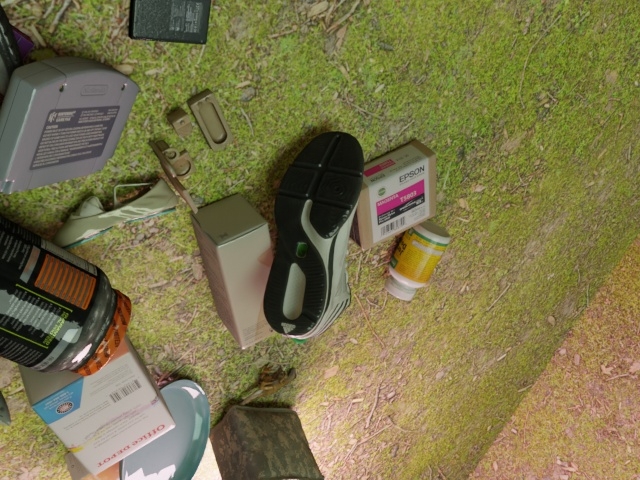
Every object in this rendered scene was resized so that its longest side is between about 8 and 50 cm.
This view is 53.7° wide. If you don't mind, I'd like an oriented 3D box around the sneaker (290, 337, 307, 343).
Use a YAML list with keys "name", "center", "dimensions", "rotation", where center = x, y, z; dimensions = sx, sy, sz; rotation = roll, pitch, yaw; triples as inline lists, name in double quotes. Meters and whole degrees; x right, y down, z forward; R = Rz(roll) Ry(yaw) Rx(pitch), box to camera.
- name: "sneaker"
  center: [-0.045, 0.127, 1.543]
  dimensions: [0.109, 0.123, 0.296]
  rotation: [-16, 129, -26]

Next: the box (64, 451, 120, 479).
- name: "box"
  center: [-0.501, 0.530, 1.528]
  dimensions: [0.170, 0.091, 0.130]
  rotation: [-33, 135, -12]

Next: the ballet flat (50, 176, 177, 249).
- name: "ballet flat"
  center: [-0.394, -0.058, 1.188]
  dimensions: [0.248, 0.086, 0.086]
  rotation: [-23, 132, -24]

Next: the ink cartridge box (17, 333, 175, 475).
- name: "ink cartridge box"
  center: [-0.461, 0.301, 1.309]
  dimensions: [0.198, 0.197, 0.270]
  rotation: [-29, 134, -17]

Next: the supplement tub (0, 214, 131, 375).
- name: "supplement tub"
  center: [-0.508, 0.092, 1.069]
  dimensions: [0.338, 0.207, 0.207]
  rotation: [36, 97, -33]

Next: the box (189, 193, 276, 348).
- name: "box"
  center: [-0.176, 0.071, 1.389]
  dimensions: [0.121, 0.148, 0.311]
  rotation: [-25, 134, -21]

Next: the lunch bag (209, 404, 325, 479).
- name: "lunch bag"
  center: [-0.134, 0.592, 1.731]
  dimensions: [0.286, 0.235, 0.169]
  rotation: [17, 123, -41]

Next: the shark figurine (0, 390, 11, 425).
- name: "shark figurine"
  center: [-0.659, 0.205, 1.187]
  dimensions: [0.116, 0.166, 0.279]
  rotation: [-40, 124, -43]

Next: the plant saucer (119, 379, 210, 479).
- name: "plant saucer"
  center: [-0.378, 0.491, 1.528]
  dimensions: [0.317, 0.043, 0.318]
  rotation: [-26, 119, -60]

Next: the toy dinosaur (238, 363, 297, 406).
- name: "toy dinosaur"
  center: [-0.149, 0.404, 1.717]
  dimensions: [0.211, 0.064, 0.112]
  rotation: [-23, 134, -21]

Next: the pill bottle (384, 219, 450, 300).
- name: "pill bottle"
  center: [0.257, 0.054, 1.717]
  dimensions: [0.117, 0.117, 0.209]
  rotation: [7, 116, -40]

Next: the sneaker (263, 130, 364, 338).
- name: "sneaker"
  center: [-0.001, 0.000, 1.393]
  dimensions: [0.257, 0.168, 0.448]
  rotation: [51, 52, -72]

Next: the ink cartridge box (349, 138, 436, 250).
- name: "ink cartridge box"
  center: [0.171, -0.110, 1.553]
  dimensions: [0.234, 0.088, 0.193]
  rotation: [-26, 135, -17]

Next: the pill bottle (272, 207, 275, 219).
- name: "pill bottle"
  center: [-0.051, -0.049, 1.446]
  dimensions: [0.120, 0.067, 0.067]
  rotation: [27, 103, -45]

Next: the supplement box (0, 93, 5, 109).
- name: "supplement box"
  center: [-0.514, -0.147, 0.941]
  dimensions: [0.188, 0.080, 0.104]
  rotation: [-40, 168, -51]

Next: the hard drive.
- name: "hard drive"
  center: [-0.255, -0.386, 1.074]
  dimensions: [0.135, 0.022, 0.094]
  rotation: [-7, 125, -33]

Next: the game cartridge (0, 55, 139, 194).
- name: "game cartridge"
  center: [-0.392, -0.185, 0.981]
  dimensions: [0.297, 0.062, 0.198]
  rotation: [-50, 165, -73]

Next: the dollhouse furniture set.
- name: "dollhouse furniture set"
  center: [-0.224, -0.169, 1.186]
  dimensions: [0.151, 0.123, 0.144]
  rotation: [-33, 136, -12]

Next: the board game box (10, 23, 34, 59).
- name: "board game box"
  center: [-0.613, -0.219, 0.917]
  dimensions: [0.347, 0.056, 0.208]
  rotation: [-50, 141, 5]

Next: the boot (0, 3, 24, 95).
- name: "boot"
  center: [-0.548, -0.309, 0.806]
  dimensions: [0.222, 0.118, 0.338]
  rotation: [-27, 126, -10]
